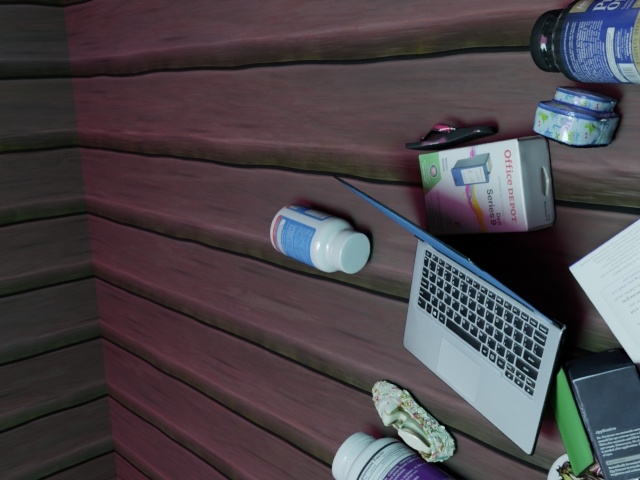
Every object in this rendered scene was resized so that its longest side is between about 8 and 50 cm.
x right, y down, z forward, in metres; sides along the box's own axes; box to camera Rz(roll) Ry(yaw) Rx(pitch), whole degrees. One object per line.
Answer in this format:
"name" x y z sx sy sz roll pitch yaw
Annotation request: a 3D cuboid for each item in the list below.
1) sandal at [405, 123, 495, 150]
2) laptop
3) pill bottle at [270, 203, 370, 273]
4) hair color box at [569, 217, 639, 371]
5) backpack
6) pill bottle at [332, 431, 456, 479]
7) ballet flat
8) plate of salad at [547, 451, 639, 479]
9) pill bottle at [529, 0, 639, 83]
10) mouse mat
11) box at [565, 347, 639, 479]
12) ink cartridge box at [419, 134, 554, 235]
"sandal" 0.236 -0.196 1.250 0.179 0.067 0.040 -10 85 42
"laptop" 0.195 0.126 1.186 0.382 0.236 0.408 39 130 52
"pill bottle" 0.000 0.000 1.522 0.221 0.124 0.124 22 116 45
"hair color box" 0.535 0.123 0.959 0.185 0.110 0.339 -47 64 43
"backpack" 0.385 -0.189 1.037 0.105 0.114 0.084 29 121 42
"pill bottle" 0.177 0.536 1.423 0.322 0.181 0.182 25 119 43
"ballet flat" 0.182 0.382 1.456 0.241 0.077 0.091 32 124 40
"plate of salad" 0.473 0.460 1.167 0.199 0.048 0.200 17 114 46
"pill bottle" 0.409 -0.284 0.964 0.219 0.122 0.123 24 118 57
"mouse mat" 0.405 0.298 1.111 0.190 0.007 0.153 70 -172 -62
"box" 0.447 0.262 1.043 0.093 0.156 0.158 -18 85 15
"ink cartridge box" 0.287 -0.092 1.193 0.212 0.093 0.155 -2 98 48
